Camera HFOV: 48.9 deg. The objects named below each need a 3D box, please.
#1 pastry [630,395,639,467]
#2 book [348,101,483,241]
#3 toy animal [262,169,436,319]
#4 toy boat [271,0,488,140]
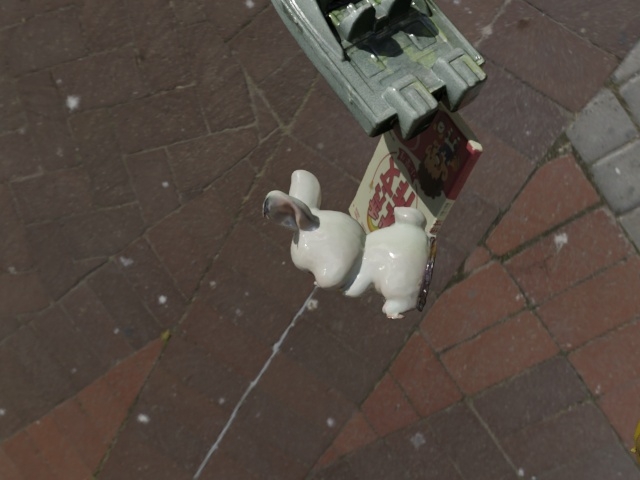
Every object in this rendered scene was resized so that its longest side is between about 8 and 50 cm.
[{"bbox_3d":[0.255,0.062,0.279,0.235,0.132,0.240,6,114,22],"label":"pastry"},{"bbox_3d":[0.103,-0.067,0.836,0.022,0.162,0.232,2,135,-25],"label":"book"},{"bbox_3d":[0.021,0.008,0.517,0.124,0.071,0.085,14,112,5],"label":"toy animal"},{"bbox_3d":[0.029,-0.247,0.712,0.141,0.092,0.319,-32,77,-19],"label":"toy boat"}]
